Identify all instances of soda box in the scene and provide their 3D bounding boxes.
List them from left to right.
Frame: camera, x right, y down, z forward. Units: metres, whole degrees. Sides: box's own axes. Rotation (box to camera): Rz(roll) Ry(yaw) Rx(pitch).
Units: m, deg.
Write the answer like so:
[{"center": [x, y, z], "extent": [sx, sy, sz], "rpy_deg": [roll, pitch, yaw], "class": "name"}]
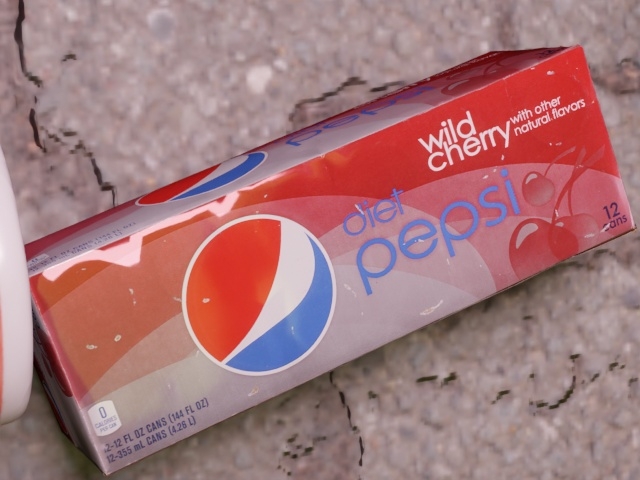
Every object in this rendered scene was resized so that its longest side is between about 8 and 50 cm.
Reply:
[{"center": [0.000, 0.000, 0.644], "extent": [0.263, 0.083, 0.092], "rpy_deg": [-23, 103, -18], "class": "soda box"}]

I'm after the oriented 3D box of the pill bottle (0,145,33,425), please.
[{"center": [-0.225, 0.024, 0.538], "extent": [0.221, 0.124, 0.124], "rpy_deg": [-8, 97, -20], "class": "pill bottle"}]
